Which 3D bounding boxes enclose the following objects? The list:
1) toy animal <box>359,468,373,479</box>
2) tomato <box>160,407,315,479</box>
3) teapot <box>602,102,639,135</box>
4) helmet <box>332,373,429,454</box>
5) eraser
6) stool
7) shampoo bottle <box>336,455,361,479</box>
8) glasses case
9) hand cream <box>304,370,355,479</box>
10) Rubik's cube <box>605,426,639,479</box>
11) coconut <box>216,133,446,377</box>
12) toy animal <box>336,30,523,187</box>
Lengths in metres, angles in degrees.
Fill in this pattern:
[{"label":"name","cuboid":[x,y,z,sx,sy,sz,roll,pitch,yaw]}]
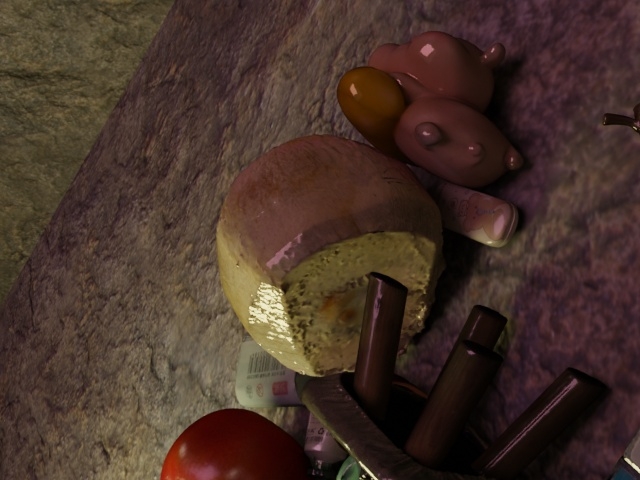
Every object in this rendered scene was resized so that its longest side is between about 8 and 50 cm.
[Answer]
[{"label":"toy animal","cuboid":[0.121,0.374,1.278,0.233,0.084,0.148,16,60,50]},{"label":"tomato","cuboid":[-0.143,0.445,1.730,0.299,0.298,0.226,-24,24,50]},{"label":"teapot","cuboid":[0.442,-0.159,1.262,0.085,0.110,0.080,59,-159,-75]},{"label":"helmet","cuboid":[0.102,0.273,1.550,0.175,0.155,0.106,-39,21,20]},{"label":"eraser","cuboid":[-0.078,0.250,1.874,0.227,0.081,0.174,-16,59,54]},{"label":"stool","cuboid":[0.178,0.215,1.290,0.310,0.310,0.226,36,106,54]},{"label":"shampoo bottle","cuboid":[0.138,0.446,1.390,0.221,0.151,0.349,-59,34,16]},{"label":"glasses case","cuboid":[0.250,-0.045,1.535,0.204,0.051,0.081,25,99,57]},{"label":"hand cream","cuboid":[0.031,0.273,1.724,0.121,0.076,0.335,-14,58,48]},{"label":"Rubik's cube","cuboid":[0.466,0.275,0.842,0.293,0.287,0.292,-63,34,15]},{"label":"coconut","cuboid":[0.000,0.000,1.593,0.405,0.405,0.404,-30,52,47]},{"label":"toy animal","cuboid":[0.188,-0.253,1.550,0.246,0.278,0.345,-57,30,0]}]
